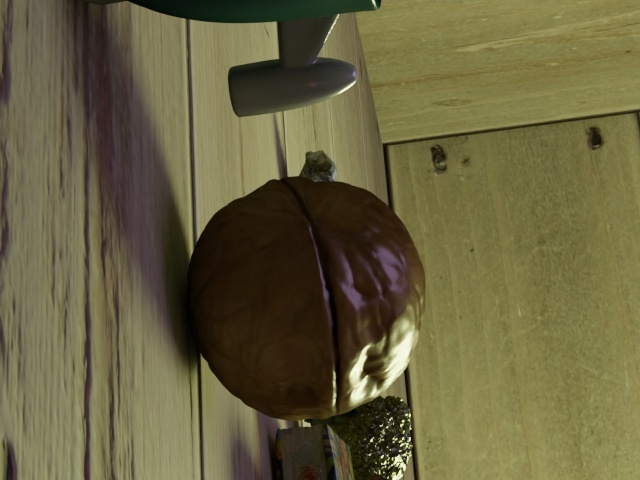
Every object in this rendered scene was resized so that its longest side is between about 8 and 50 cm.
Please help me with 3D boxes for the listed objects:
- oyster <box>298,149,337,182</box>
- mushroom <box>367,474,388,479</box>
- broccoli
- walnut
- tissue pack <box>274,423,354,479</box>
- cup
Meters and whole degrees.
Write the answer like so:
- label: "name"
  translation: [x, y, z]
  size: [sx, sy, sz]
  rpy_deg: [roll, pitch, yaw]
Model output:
- label: "oyster"
  translation: [0.000, 0.000, 2.179]
  size: [0.125, 0.064, 0.177]
  rpy_deg: [-97, 179, -52]
- label: "mushroom"
  translation: [0.075, 0.325, 1.723]
  size: [0.156, 0.151, 0.286]
  rpy_deg: [-58, 163, -45]
- label: "broccoli"
  translation: [0.032, 0.201, 1.986]
  size: [0.120, 0.131, 0.130]
  rpy_deg: [41, -9, 21]
- label: "walnut"
  translation: [-0.010, 0.040, 1.401]
  size: [0.207, 0.167, 0.167]
  rpy_deg: [90, -4, -62]
- label: "tissue pack"
  translation: [-0.003, 0.230, 1.802]
  size: [0.148, 0.060, 0.109]
  rpy_deg: [59, 23, -74]
- label: "cup"
  translation: [-0.060, -0.199, 1.153]
  size: [0.167, 0.173, 0.300]
  rpy_deg: [-91, 173, -54]
